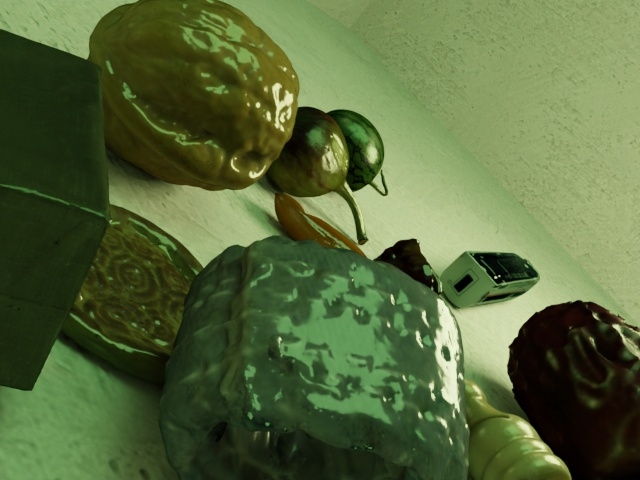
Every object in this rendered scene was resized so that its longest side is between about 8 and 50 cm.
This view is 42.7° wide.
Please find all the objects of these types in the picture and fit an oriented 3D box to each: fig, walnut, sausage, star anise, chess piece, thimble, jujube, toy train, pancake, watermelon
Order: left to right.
[{"bbox_3d":[-0.169,0.038,0.749,0.250,0.031,0.250,34,19,-13],"label":"pancake"},{"bbox_3d":[-0.155,-0.171,0.959,0.257,0.224,0.257,27,45,-31],"label":"walnut"},{"bbox_3d":[-0.001,0.118,0.610,0.236,0.205,0.172,48,30,-33],"label":"thimble"},{"bbox_3d":[0.000,0.000,1.145,0.183,0.054,0.062,39,-14,0],"label":"sausage"},{"bbox_3d":[0.012,-0.096,1.292,0.245,0.149,0.149,47,14,-26],"label":"fig"},{"bbox_3d":[0.055,-0.144,1.448,0.187,0.141,0.141,43,18,-8],"label":"watermelon"},{"bbox_3d":[0.092,0.107,0.938,0.126,0.190,0.220,-2,26,-1],"label":"star anise"},{"bbox_3d":[0.341,0.078,1.593,0.086,0.088,0.407,50,20,20],"label":"toy train"},{"bbox_3d":[0.231,0.275,0.901,0.139,0.124,0.307,19,24,-39],"label":"chess piece"},{"bbox_3d":[0.402,0.236,1.130,0.258,0.258,0.376,32,8,-27],"label":"jujube"}]

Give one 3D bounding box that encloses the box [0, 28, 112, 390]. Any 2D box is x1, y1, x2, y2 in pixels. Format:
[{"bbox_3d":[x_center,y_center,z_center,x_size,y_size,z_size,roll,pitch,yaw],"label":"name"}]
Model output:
[{"bbox_3d":[-0.242,-0.037,0.554,0.149,0.155,0.231,18,26,-26],"label":"box"}]
